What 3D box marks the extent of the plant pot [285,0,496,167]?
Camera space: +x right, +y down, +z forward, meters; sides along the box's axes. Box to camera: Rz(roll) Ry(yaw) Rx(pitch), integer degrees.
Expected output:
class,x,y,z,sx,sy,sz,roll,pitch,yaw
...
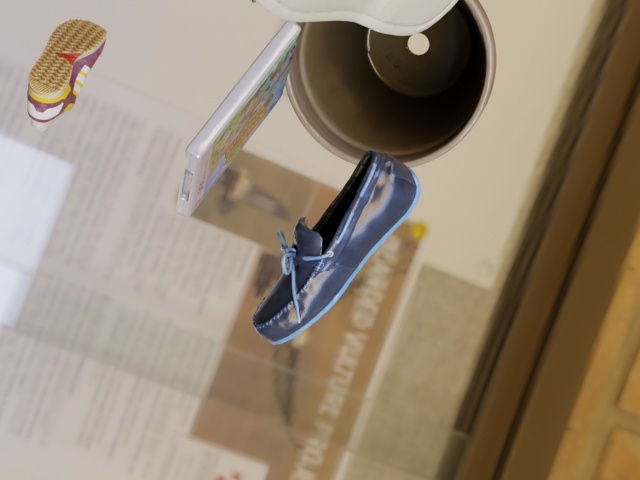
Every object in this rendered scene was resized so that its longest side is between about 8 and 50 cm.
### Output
class,x,y,z,sx,sy,sz,roll,pitch,yaw
plant pot,0.130,-0.295,2.440,0.323,0.323,0.280,-60,175,20

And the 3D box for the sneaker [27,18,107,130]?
class,x,y,z,sx,sy,sz,roll,pitch,yaw
sneaker,-0.346,-0.225,2.098,0.185,0.070,0.084,-61,173,-47

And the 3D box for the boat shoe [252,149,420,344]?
class,x,y,z,sx,sy,sz,roll,pitch,yaw
boat shoe,0.000,0.000,1.798,0.258,0.089,0.109,-52,-150,0

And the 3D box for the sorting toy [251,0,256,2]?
class,x,y,z,sx,sy,sz,roll,pitch,yaw
sorting toy,-0.082,-0.362,2.185,0.061,0.102,0.042,-23,-102,32

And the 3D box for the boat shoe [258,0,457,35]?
class,x,y,z,sx,sy,sz,roll,pitch,yaw
boat shoe,0.007,-0.217,1.102,0.109,0.305,0.091,-47,-112,19

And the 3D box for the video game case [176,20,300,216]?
class,x,y,z,sx,sy,sz,roll,pitch,yaw
video game case,-0.100,-0.144,1.882,0.212,0.023,0.193,-54,176,-21
